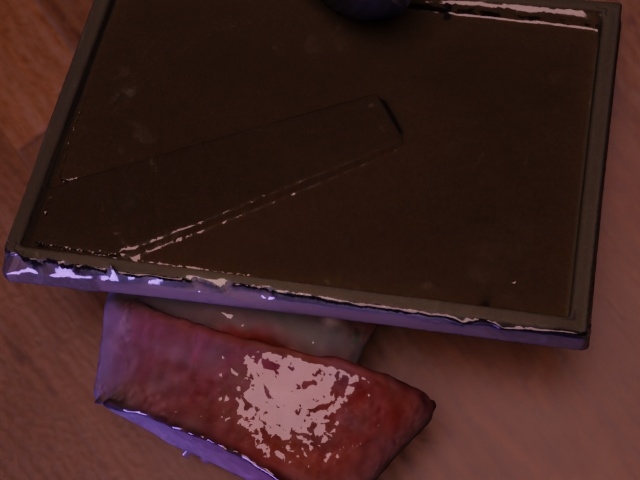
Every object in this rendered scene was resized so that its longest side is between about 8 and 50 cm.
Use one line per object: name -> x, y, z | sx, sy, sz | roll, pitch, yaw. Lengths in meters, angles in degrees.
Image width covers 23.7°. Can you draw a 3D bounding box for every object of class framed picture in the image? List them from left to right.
framed picture -> 0.002, -0.058, 0.848 | 0.315, 0.024, 0.232 | 8, 56, 9

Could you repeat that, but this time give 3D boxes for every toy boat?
toy boat -> 0.000, 0.000, 0.859 | 0.206, 0.096, 0.282 | 22, 73, 21

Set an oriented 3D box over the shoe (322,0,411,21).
shoe -> 0.043, -0.293, 0.892 | 0.171, 0.132, 0.336 | -9, 82, -20
